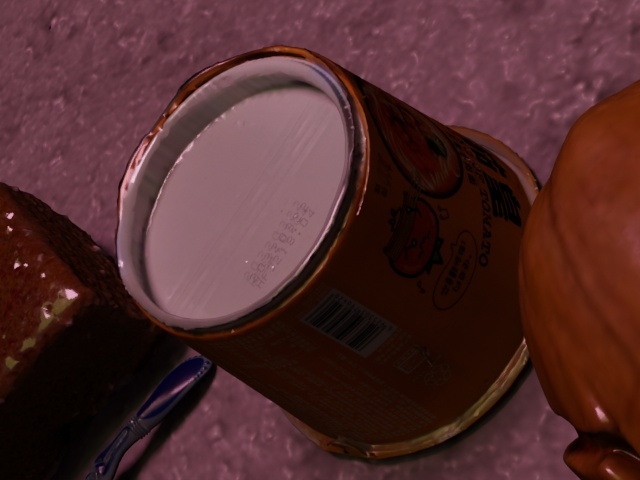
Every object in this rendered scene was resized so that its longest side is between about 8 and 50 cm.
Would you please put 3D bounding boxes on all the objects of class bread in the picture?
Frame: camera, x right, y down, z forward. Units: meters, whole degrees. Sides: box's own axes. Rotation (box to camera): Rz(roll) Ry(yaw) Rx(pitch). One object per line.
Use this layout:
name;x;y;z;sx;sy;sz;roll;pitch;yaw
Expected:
bread;-0.284;0.169;0.939;0.416;0.113;0.165;-53;46;9

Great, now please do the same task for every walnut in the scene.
walnut;0.211;0.066;0.522;0.209;0.209;0.336;-48;51;12

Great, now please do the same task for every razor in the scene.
razor;-0.124;0.136;0.879;0.154;0.028;0.044;-53;47;8

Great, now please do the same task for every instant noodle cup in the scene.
instant noodle cup;0.000;0.000;0.741;0.215;0.172;0.216;-17;60;31
